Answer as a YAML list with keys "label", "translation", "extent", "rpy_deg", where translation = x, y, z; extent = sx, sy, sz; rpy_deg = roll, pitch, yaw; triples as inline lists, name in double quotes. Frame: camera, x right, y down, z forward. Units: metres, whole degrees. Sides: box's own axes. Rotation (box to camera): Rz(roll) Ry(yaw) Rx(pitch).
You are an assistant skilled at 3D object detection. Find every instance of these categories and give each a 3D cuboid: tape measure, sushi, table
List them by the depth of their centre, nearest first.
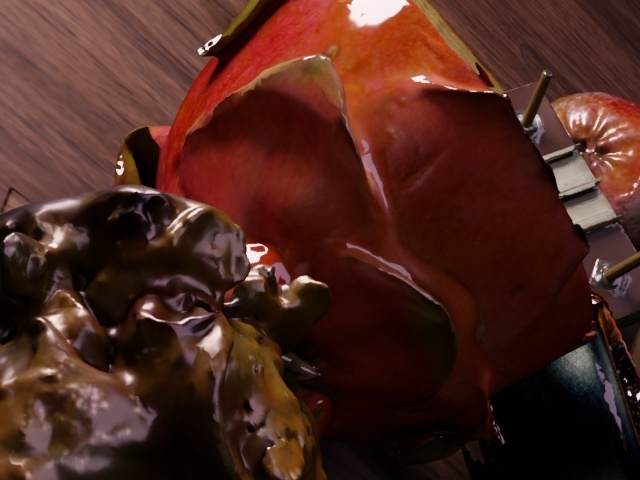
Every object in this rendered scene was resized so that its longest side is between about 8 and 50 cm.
- label: "sushi"
  translation: [-0.097, 0.103, 0.596]
  extent: [0.200, 0.204, 0.213]
  rpy_deg: [26, 43, -50]
- label: "tape measure"
  translation: [0.165, 0.131, 1.029]
  extent: [0.202, 0.135, 0.223]
  rpy_deg: [63, 14, -46]
- label: "table"
  translation: [0.199, -0.035, 1.277]
  extent: [0.121, 0.111, 0.240]
  rpy_deg: [-20, 69, -17]

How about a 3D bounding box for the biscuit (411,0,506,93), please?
- label: "biscuit"
  translation: [0.113, -0.180, 1.460]
  extent: [0.254, 0.029, 0.172]
  rpy_deg: [49, 28, -10]

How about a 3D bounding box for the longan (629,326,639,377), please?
- label: "longan"
  translation: [0.440, 0.168, 1.162]
  extent: [0.436, 0.404, 0.404]
  rpy_deg: [64, 25, -11]

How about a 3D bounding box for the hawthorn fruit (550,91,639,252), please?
- label: "hawthorn fruit"
  translation: [0.276, -0.058, 1.431]
  extent: [0.173, 0.173, 0.173]
  rpy_deg: [38, 30, -28]

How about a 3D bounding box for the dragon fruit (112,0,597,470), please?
- label: "dragon fruit"
  translation: [0.000, 0.000, 0.867]
  extent: [0.305, 0.225, 0.305]
  rpy_deg: [53, -5, 7]
